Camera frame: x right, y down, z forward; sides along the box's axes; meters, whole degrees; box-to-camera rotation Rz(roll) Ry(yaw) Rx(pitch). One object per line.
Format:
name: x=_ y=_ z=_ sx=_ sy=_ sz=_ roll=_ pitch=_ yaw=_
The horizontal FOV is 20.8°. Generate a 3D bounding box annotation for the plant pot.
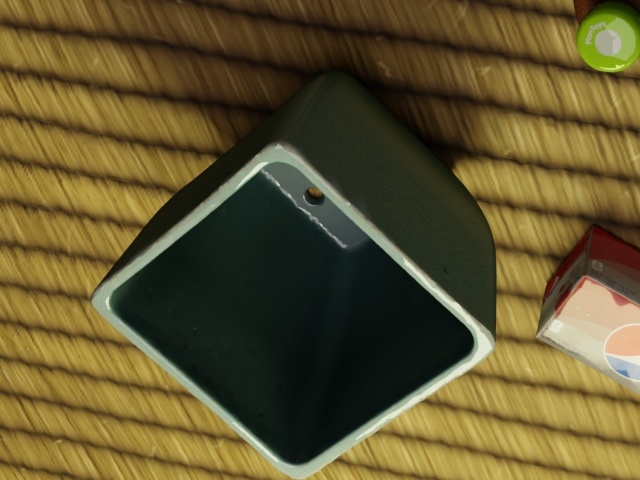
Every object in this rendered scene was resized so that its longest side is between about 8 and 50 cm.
plant pot: x=0.000 y=0.000 z=1.503 sx=0.248 sy=0.252 sz=0.247 roll=43 pitch=123 yaw=-15

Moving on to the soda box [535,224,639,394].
soda box: x=0.333 y=0.098 z=1.585 sx=0.263 sy=0.083 sz=0.092 roll=29 pitch=127 yaw=-6

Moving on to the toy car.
toy car: x=0.238 y=-0.249 z=1.345 sx=0.149 sy=0.155 sz=0.188 roll=-24 pitch=102 yaw=27
